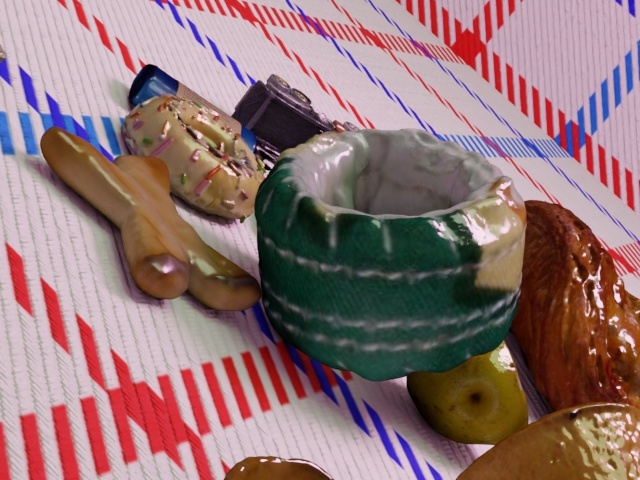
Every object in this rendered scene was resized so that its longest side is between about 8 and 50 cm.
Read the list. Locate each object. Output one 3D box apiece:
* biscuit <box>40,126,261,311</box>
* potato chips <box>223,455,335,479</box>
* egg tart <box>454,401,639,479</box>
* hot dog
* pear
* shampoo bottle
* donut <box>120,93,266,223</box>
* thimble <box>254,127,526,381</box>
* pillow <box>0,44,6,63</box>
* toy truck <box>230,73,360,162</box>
[{"bbox_3d":[-0.158,-0.017,1.479,0.164,0.047,0.208,19,26,-54],"label":"biscuit"},{"bbox_3d":[0.003,0.237,1.121,0.195,0.062,0.208,10,34,-50],"label":"potato chips"},{"bbox_3d":[0.220,0.246,1.371,0.202,0.202,0.147,23,32,-46],"label":"egg tart"},{"bbox_3d":[0.326,0.098,2.018,0.267,0.174,0.387,50,11,-27],"label":"hot dog"},{"bbox_3d":[0.140,0.145,1.609,0.141,0.104,0.141,161,-90,-88],"label":"pear"},{"bbox_3d":[-0.133,-0.131,1.845,0.183,0.050,0.087,34,13,-19],"label":"shampoo bottle"},{"bbox_3d":[-0.130,-0.092,1.715,0.174,0.068,0.174,37,15,-12],"label":"donut"},{"bbox_3d":[0.061,0.004,1.554,0.254,0.167,0.288,-11,26,-23],"label":"thimble"},{"bbox_3d":[-0.440,-0.263,1.462,0.274,0.076,0.281,44,17,10],"label":"pillow"},{"bbox_3d":[-0.024,-0.130,2.033,0.192,0.083,0.092,30,18,-26],"label":"toy truck"}]
